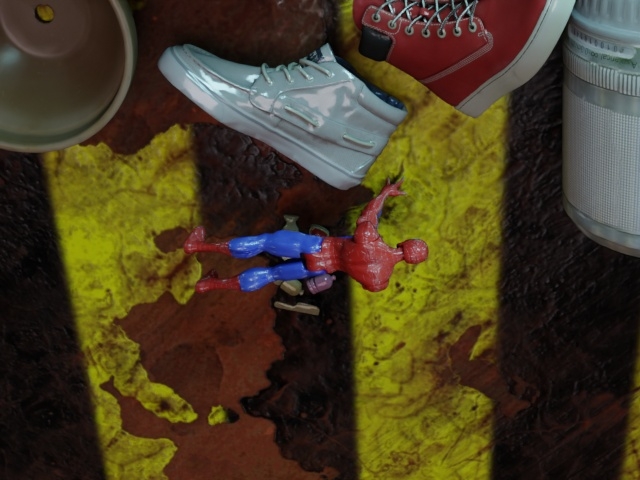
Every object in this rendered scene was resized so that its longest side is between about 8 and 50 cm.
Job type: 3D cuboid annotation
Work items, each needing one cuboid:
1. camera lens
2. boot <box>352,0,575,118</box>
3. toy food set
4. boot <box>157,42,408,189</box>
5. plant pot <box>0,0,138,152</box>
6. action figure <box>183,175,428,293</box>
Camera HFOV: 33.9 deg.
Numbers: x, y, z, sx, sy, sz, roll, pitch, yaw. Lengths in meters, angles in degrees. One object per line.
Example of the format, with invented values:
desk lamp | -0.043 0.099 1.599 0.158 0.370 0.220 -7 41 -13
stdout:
camera lens | 0.345 -0.132 1.016 0.219 0.219 0.274 -4 121 7
boot | 0.126 -0.216 1.008 0.176 0.088 0.244 27 157 -9
toy food set | -0.017 0.028 1.262 0.078 0.019 0.122 12 113 -2
boot | -0.034 -0.165 1.114 0.258 0.095 0.123 29 113 -22
plant pot | -0.300 -0.218 1.083 0.237 0.109 0.237 2 121 3
action figure | 0.000 0.000 1.199 0.280 0.139 0.091 -1 118 27
